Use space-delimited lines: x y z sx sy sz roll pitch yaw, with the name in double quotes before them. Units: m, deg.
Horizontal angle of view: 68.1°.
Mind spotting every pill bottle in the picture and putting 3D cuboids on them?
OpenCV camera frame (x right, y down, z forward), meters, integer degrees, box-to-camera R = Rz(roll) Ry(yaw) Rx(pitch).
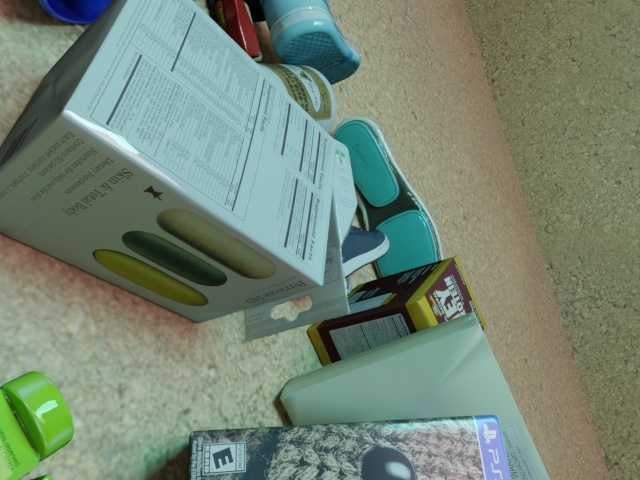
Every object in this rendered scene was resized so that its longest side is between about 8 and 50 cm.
"pill bottle" -0.084 -0.188 0.687 0.229 0.131 0.131 -30 97 -55

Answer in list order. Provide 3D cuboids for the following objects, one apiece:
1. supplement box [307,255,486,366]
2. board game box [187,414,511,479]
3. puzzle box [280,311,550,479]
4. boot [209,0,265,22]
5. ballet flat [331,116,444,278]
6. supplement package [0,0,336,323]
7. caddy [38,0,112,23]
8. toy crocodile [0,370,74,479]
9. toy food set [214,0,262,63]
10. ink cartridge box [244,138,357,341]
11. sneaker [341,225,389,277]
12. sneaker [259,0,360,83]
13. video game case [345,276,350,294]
"supplement box" 0.125 0.136 0.742 0.191 0.194 0.129 -31 98 -55
"board game box" 0.024 0.294 0.440 0.291 0.141 0.231 1 66 -12
"puzzle box" 0.155 0.325 0.622 0.408 0.272 0.052 65 13 -7
"boot" -0.180 -0.468 0.752 0.263 0.091 0.228 -18 95 -48
"ballet flat" 0.143 -0.059 0.948 0.139 0.139 0.399 -28 94 -55
"supplement package" -0.144 -0.069 0.481 0.263 0.199 0.197 37 46 -38
"caddy" -0.194 -0.365 0.542 0.179 0.241 0.341 54 37 -10
"toy crocodile" -0.219 0.203 0.336 0.340 0.105 0.115 59 36 -5
"toy food set" -0.155 -0.289 0.645 0.232 0.111 0.104 -37 116 -57
"ink cartridge box" -0.030 0.004 0.614 0.056 0.181 0.224 12 63 -47
"sneaker" 0.027 -0.030 0.759 0.226 0.086 0.163 -25 96 -54
"sneaker" -0.025 -0.395 0.825 0.319 0.127 0.208 -15 85 -81
"video game case" 0.000 0.000 0.801 0.157 0.019 0.143 34 47 -40
